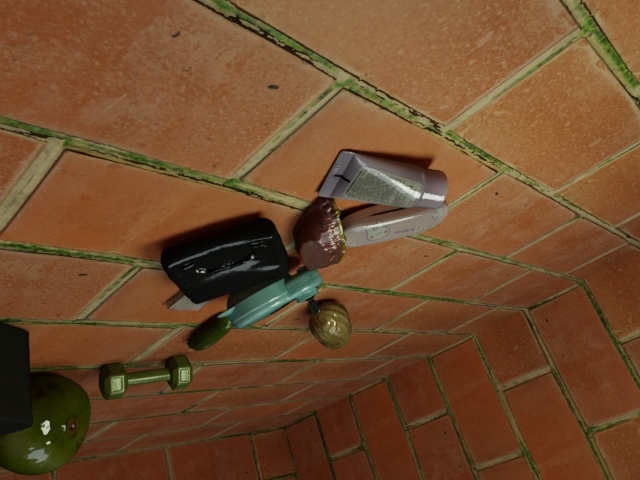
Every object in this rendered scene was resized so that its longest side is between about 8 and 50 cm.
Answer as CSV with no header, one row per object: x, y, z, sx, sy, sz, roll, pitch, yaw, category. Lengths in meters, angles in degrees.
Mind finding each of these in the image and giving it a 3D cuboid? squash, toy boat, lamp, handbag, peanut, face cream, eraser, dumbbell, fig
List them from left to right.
-0.879,0.549,1.677,0.316,0.316,0.316,-15,155,-7,fig
-0.587,0.462,1.880,0.302,0.121,0.108,2,177,-36,dumbbell
-0.338,0.151,1.520,0.150,0.023,0.104,-36,150,32,eraser
-0.353,0.300,1.762,0.066,0.066,0.252,8,144,-44,squash
-0.219,0.047,1.323,0.275,0.088,0.244,-16,153,-1,handbag
-0.131,0.150,1.502,0.284,0.147,0.209,-10,177,4,lamp
-0.002,0.004,1.382,0.141,0.099,0.318,24,151,5,toy boat
0.036,0.310,1.976,0.153,0.140,0.325,1,158,0,peanut
0.144,-0.128,1.233,0.274,0.096,0.154,6,148,-20,face cream

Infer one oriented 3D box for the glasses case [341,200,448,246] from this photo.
0.185,-0.050,1.416,0.297,0.075,0.113,-14,153,-12,glasses case

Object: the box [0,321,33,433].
-0.838,0.304,1.219,0.204,0.251,0.345,-20,154,4,box
